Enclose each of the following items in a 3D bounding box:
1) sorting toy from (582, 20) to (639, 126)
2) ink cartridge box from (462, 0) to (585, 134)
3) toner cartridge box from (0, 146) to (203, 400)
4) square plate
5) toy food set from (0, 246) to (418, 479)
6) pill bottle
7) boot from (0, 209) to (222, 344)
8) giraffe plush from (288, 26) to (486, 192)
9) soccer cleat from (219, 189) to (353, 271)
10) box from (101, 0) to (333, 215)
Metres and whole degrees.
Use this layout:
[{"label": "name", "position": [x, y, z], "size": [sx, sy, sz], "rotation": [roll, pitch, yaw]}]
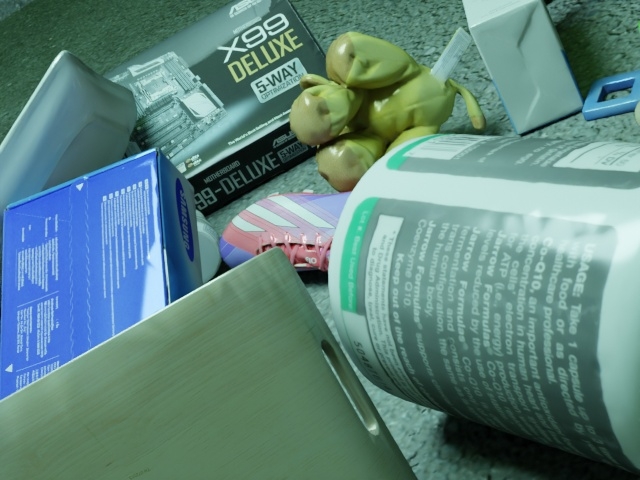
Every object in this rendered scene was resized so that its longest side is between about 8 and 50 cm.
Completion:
[{"label": "sorting toy", "position": [0.403, -0.179, 1.084], "size": [0.348, 0.047, 0.196], "rotation": [1, 40, 44]}, {"label": "ink cartridge box", "position": [0.208, -0.228, 1.261], "size": [0.078, 0.134, 0.231], "rotation": [-23, 27, 14]}, {"label": "toner cartridge box", "position": [-0.180, 0.100, 0.988], "size": [0.165, 0.075, 0.347], "rotation": [-19, 55, 14]}, {"label": "square plate", "position": [-0.302, -0.020, 1.238], "size": [0.344, 0.049, 0.347], "rotation": [-60, -1, 1]}, {"label": "toy food set", "position": [-0.106, 0.171, 0.814], "size": [0.306, 0.219, 0.092], "rotation": [-30, 0, 2]}, {"label": "pill bottle", "position": [0.188, 0.039, 0.751], "size": [0.204, 0.204, 0.361], "rotation": [-43, 30, -25]}, {"label": "boot", "position": [-0.228, 0.048, 1.284], "size": [0.258, 0.095, 0.123], "rotation": [-25, 18, -5]}, {"label": "giraffe plush", "position": [0.050, -0.134, 1.245], "size": [0.210, 0.181, 0.170], "rotation": [-41, 15, -19]}, {"label": "soccer cleat", "position": [0.000, 0.000, 1.141], "size": [0.248, 0.083, 0.095], "rotation": [-11, 37, 27]}, {"label": "box", "position": [-0.134, -0.160, 1.448], "size": [0.308, 0.076, 0.242], "rotation": [-29, 51, 1]}]
